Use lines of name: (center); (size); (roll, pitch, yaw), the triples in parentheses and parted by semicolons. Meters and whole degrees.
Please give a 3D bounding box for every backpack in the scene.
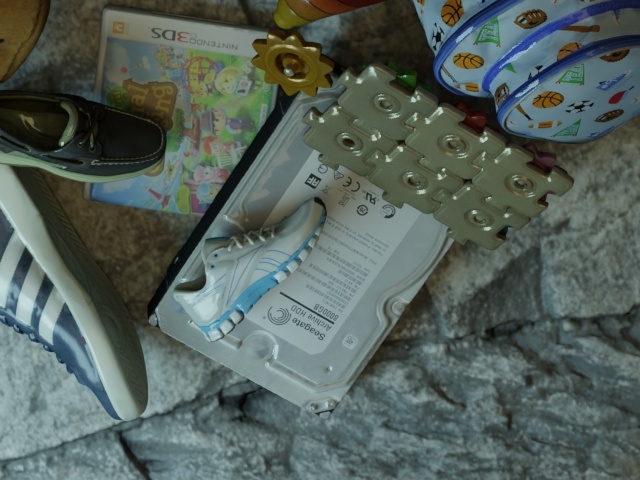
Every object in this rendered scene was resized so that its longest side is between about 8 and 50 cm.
backpack: (0.224, -0.216, 1.767); (0.263, 0.213, 0.276); (9, 143, -36)

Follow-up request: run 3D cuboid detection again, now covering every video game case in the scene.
video game case: (-0.145, -0.132, 1.974); (0.193, 0.023, 0.212); (8, 108, -1)

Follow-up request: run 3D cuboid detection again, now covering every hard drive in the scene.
hard drive: (0.000, 0.000, 1.977); (0.237, 0.064, 0.339); (31, 106, -16)

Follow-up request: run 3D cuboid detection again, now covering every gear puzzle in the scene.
gear puzzle: (0.077, -0.113, 1.856); (0.339, 0.044, 0.175); (30, 144, -12)

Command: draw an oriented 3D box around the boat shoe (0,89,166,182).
boat shoe: (-0.260, -0.110, 1.901); (0.223, 0.073, 0.080); (6, 73, -18)

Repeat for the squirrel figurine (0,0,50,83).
squirrel figurine: (-0.450, -0.299, 1.805); (0.370, 0.281, 0.397); (-1, 109, -6)

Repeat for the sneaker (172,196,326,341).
sneaker: (-0.075, 0.016, 1.907); (0.083, 0.071, 0.190); (43, 102, -13)

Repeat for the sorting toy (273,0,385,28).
sorting toy: (-0.100, -0.327, 1.869); (0.365, 0.127, 0.126); (35, 128, -18)

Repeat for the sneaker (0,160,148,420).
sneaker: (-0.316, 0.056, 1.987); (0.148, 0.131, 0.350); (-29, 95, 8)
